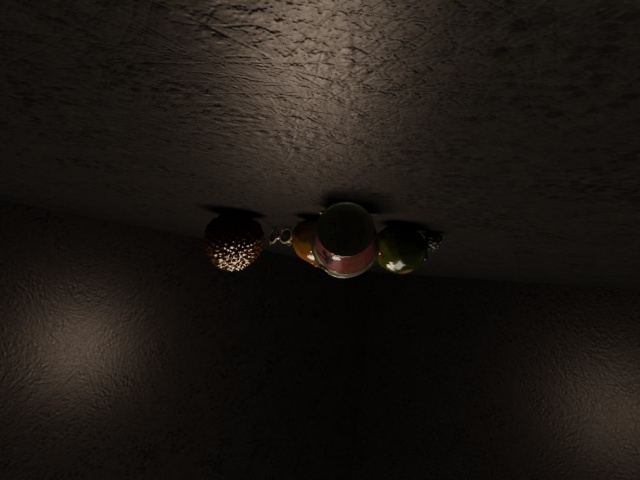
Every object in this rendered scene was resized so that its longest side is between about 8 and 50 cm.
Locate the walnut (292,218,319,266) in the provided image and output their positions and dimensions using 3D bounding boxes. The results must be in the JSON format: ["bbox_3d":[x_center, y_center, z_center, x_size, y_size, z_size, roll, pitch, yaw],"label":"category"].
[{"bbox_3d":[0.023,0.018,1.839,0.297,0.203,0.203,20,168,-28],"label":"walnut"}]

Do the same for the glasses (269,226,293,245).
[{"bbox_3d":[-0.131,-0.035,2.265,0.220,0.088,0.189,-13,-172,-41],"label":"glasses"}]

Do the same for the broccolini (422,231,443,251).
[{"bbox_3d":[0.431,0.004,1.925,0.074,0.079,0.392,-3,-179,-2],"label":"broccolini"}]

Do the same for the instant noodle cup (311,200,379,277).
[{"bbox_3d":[0.081,-0.011,1.473,0.234,0.235,0.178,7,164,4],"label":"instant noodle cup"}]

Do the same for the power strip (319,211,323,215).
[{"bbox_3d":[0.074,-0.075,1.693,0.191,0.030,0.047,12,173,-33],"label":"power strip"}]

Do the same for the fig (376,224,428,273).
[{"bbox_3d":[0.317,0.031,1.726,0.244,0.195,0.195,-2,180,-37],"label":"fig"}]

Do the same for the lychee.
[{"bbox_3d":[-0.359,0.000,1.951,0.267,0.268,0.267,8,173,1],"label":"lychee"}]
